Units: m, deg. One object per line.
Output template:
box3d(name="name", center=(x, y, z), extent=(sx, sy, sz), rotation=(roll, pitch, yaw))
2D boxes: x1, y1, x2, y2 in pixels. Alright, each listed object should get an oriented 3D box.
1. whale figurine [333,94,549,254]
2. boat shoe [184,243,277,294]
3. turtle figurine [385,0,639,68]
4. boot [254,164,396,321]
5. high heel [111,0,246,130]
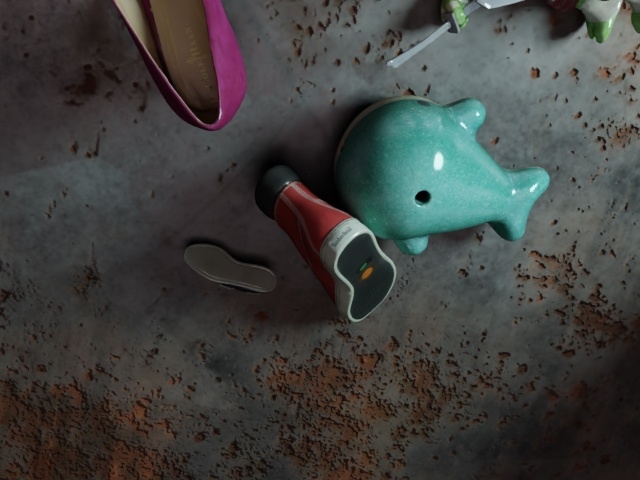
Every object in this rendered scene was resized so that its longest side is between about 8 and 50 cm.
box3d(name="whale figurine", center=(0.152, -0.065, 1.070), extent=(0.272, 0.141, 0.216), rotation=(17, 112, -15))
box3d(name="boat shoe", center=(-0.119, 0.039, 1.144), extent=(0.125, 0.038, 0.046), rotation=(16, 70, -16))
box3d(name="turtle figurine", center=(0.223, -0.258, 0.959), extent=(0.266, 0.274, 0.198), rotation=(14, 148, -18))
box3d(name="boot", center=(0.000, 0.000, 1.121), extent=(0.088, 0.176, 0.244), rotation=(-44, 152, -11))
box3d(name="high heel", center=(-0.176, -0.293, 0.891), extent=(0.127, 0.181, 0.377), rotation=(-28, 117, 7))
